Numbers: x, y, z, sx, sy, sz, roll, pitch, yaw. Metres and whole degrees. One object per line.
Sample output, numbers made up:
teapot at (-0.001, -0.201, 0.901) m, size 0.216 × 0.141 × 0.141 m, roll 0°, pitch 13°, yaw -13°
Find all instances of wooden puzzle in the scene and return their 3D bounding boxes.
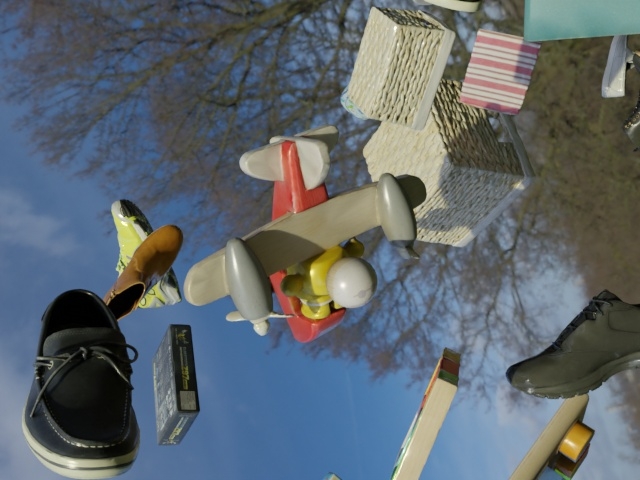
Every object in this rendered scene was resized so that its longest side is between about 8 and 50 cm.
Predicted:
wooden puzzle at (0.577, 0.568, 1.814) m, size 0.080 × 0.322 × 0.348 m, roll 31°, pitch 157°, yaw 34°

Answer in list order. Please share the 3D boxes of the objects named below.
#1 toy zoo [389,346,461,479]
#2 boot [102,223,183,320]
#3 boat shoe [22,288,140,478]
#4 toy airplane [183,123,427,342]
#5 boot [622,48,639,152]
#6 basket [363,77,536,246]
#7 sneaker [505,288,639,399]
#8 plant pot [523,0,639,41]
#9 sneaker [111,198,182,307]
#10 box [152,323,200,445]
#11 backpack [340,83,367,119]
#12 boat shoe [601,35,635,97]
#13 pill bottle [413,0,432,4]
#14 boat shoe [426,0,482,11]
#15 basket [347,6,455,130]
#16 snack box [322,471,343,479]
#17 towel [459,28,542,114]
toy zoo at (0.153, 0.261, 1.068) m, size 0.293 × 0.030 × 0.192 m, roll -8°, pitch -59°, yaw -78°
boot at (-0.449, 0.089, 1.886) m, size 0.104 × 0.295 × 0.211 m, roll 41°, pitch 175°, yaw -15°
boat shoe at (-0.424, 0.236, 1.305) m, size 0.500 × 0.187 × 0.156 m, roll -133°, pitch 51°, yaw -60°
toy airplane at (0.000, 0.000, 1.258) m, size 0.272 × 0.386 × 0.384 m, roll 40°, pitch -174°, yaw 38°
boot at (0.691, -0.297, 1.583) m, size 0.198 × 0.137 × 0.077 m, roll 52°, pitch -159°, yaw -9°
basket at (0.314, -0.202, 1.908) m, size 0.266 × 0.331 × 0.328 m, roll 4°, pitch -125°, yaw -27°
sneaker at (0.408, 0.146, 1.094) m, size 0.109 × 0.286 × 0.130 m, roll -99°, pitch -10°, yaw -84°
plant pot at (0.317, -0.358, 0.808) m, size 0.166 × 0.165 × 0.234 m, roll -45°, pitch -48°, yaw -55°
sneaker at (-0.519, 0.057, 2.094) m, size 0.145 × 0.147 × 0.384 m, roll -120°, pitch 10°, yaw -54°
box at (-0.349, 0.344, 1.755) m, size 0.059 × 0.183 × 0.232 m, roll 7°, pitch -131°, yaw -26°
backpack at (0.108, -0.360, 1.867) m, size 0.105 × 0.114 × 0.084 m, roll 40°, pitch -124°, yaw -20°
boat shoe at (0.732, -0.432, 1.786) m, size 0.066 × 0.063 × 0.184 m, roll 48°, pitch -122°, yaw -56°
pill bottle at (0.249, -0.672, 1.756) m, size 0.112 × 0.112 × 0.186 m, roll 21°, pitch -127°, yaw -67°
boat shoe at (0.164, -0.549, 1.431) m, size 0.127 × 0.340 × 0.113 m, roll -53°, pitch -18°, yaw -51°
basket at (0.121, -0.272, 1.155) m, size 0.113 × 0.103 × 0.167 m, roll -122°, pitch 41°, yaw -51°
snack box at (-0.001, 0.721, 1.684) m, size 0.187 × 0.322 × 0.060 m, roll 41°, pitch 161°, yaw -2°
towel at (0.406, -0.382, 1.676) m, size 0.029 × 0.144 × 0.197 m, roll -68°, pitch -10°, yaw -46°
